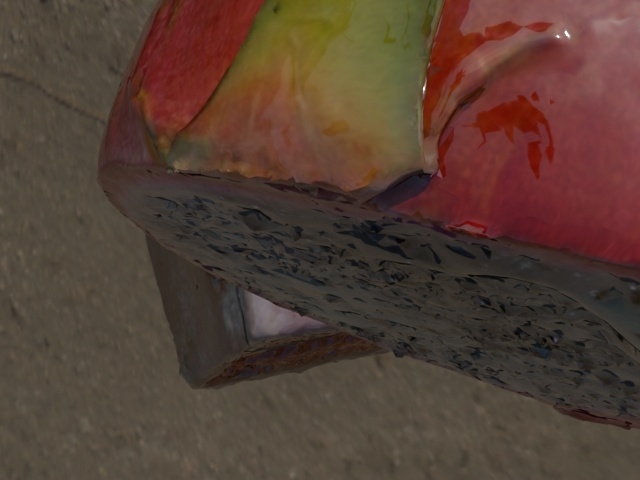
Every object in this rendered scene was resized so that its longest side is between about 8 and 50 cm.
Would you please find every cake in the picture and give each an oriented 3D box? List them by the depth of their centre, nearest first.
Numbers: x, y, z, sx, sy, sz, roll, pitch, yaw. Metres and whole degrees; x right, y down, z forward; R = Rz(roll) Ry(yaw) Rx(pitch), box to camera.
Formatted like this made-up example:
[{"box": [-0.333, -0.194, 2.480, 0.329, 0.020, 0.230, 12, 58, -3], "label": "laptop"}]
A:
[{"box": [0.000, 0.000, 1.456, 0.308, 0.237, 0.230, -6, 77, -31], "label": "cake"}]

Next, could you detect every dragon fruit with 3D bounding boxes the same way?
[{"box": [0.088, -0.050, 0.462, 0.290, 0.290, 0.189, 24, 80, -18], "label": "dragon fruit"}]
